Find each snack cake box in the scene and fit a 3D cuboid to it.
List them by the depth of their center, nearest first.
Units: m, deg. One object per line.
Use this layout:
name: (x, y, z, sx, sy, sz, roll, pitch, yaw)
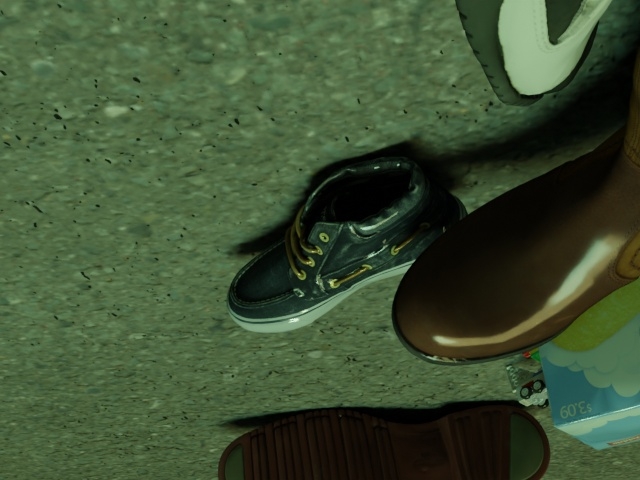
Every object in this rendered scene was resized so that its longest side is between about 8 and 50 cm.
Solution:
snack cake box: (0.275, 0.030, 0.656, 0.264, 0.152, 0.089, -22, 148, 28)

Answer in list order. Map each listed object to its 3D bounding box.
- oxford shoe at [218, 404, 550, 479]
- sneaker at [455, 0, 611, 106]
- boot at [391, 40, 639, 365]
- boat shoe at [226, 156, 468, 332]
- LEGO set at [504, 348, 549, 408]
oxford shoe: (0.064, 0.254, 1.083, 0.348, 0.123, 0.130, 0, 157, -6)
sneaker: (0.094, -0.142, 0.309, 0.146, 0.123, 0.330, -17, 163, 12)
boot: (0.153, -0.032, 0.489, 0.264, 0.096, 0.280, -19, 163, 1)
boat shoe: (0.000, 0.000, 0.660, 0.183, 0.065, 0.083, -24, 146, 20)
LEGO set: (0.272, 0.085, 0.901, 0.244, 0.060, 0.182, -3, 140, -7)
